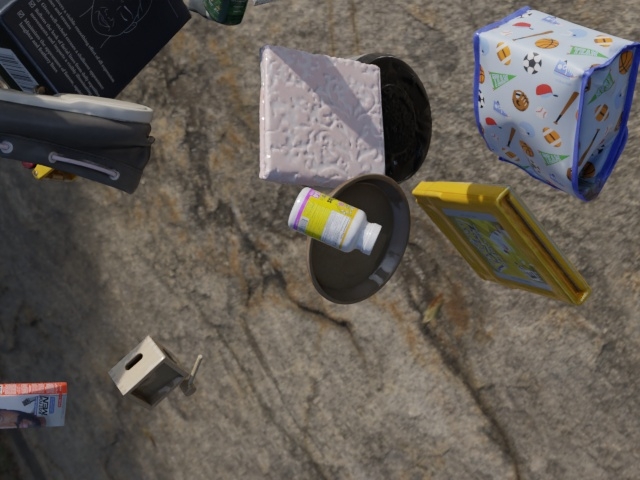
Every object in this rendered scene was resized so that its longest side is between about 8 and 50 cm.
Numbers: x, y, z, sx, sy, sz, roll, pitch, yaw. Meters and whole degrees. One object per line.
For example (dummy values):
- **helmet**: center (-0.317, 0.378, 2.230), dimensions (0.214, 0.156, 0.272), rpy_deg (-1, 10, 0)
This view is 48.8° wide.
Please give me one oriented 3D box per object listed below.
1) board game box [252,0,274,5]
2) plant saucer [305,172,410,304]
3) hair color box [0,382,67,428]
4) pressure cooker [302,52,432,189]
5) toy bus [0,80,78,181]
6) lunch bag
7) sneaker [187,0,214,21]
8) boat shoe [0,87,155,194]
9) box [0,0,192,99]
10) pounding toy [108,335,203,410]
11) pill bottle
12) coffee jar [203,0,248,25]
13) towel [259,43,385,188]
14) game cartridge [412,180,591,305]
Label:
- **board game box**: center (-0.139, -0.771, 1.808), dimensions (0.144, 0.142, 0.275), rpy_deg (-14, 96, 70)
- **plant saucer**: center (0.074, -0.005, 1.434), dimensions (0.041, 0.278, 0.278), rpy_deg (26, 122, 45)
- **hair color box**: center (-0.684, 0.386, 1.650), dimensions (0.053, 0.167, 0.093), rpy_deg (-132, 49, -60)
- **pressure cooker**: center (0.050, -0.325, 1.985), dimensions (0.420, 0.375, 0.369), rpy_deg (1, 80, 47)
- **toy bus**: center (-0.467, -0.199, 1.214), dimensions (0.104, 0.202, 0.191), rpy_deg (-32, 38, 16)
- **lunch bag**: center (0.547, -0.313, 1.679), dimensions (0.328, 0.239, 0.385), rpy_deg (39, 148, 42)
- **sneaker**: center (-0.304, -0.764, 2.106), dimensions (0.118, 0.222, 0.083), rpy_deg (29, 168, 30)
- **boat shoe**: center (-0.321, -0.101, 0.658), dimensions (0.112, 0.335, 0.095), rpy_deg (28, 111, 58)
- **box**: center (-0.524, -0.491, 1.529), dimensions (0.212, 0.395, 0.293), rpy_deg (17, 150, 35)
- **pounding toy**: center (-0.380, 0.315, 1.722), dimensions (0.094, 0.181, 0.206), rpy_deg (42, 171, 33)
- **pill bottle**: center (0.014, -0.016, 0.673), dimensions (0.083, 0.043, 0.043), rpy_deg (24, 124, 5)
- **coffee jar**: center (-0.184, -0.559, 1.504), dimensions (0.096, 0.079, 0.184), rpy_deg (58, 139, 24)
- **towel**: center (0.005, -0.276, 1.639), dimensions (0.053, 0.332, 0.317), rpy_deg (-13, 76, 56)
- **game cartridge**: center (0.344, -0.001, 1.407), dimensions (0.285, 0.052, 0.324), rpy_deg (47, 167, -19)
